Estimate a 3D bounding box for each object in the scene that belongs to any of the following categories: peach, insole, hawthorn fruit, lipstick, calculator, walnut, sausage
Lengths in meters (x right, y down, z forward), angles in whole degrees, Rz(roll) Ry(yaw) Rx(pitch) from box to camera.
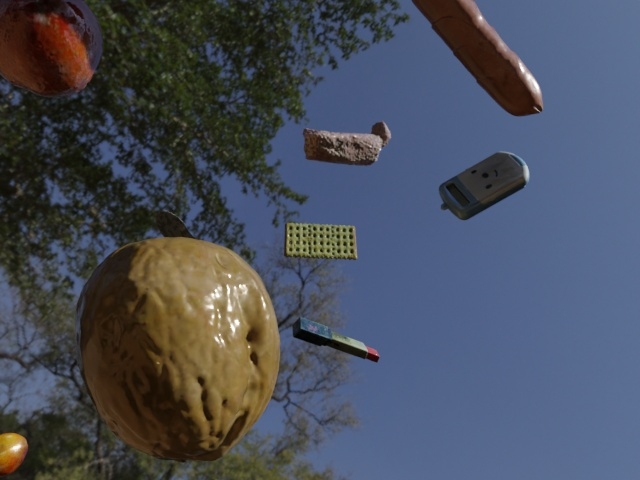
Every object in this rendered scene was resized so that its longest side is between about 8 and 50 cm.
[{"bbox_3d":[-0.744,0.505,1.346,0.101,0.100,0.100,17,-45,18],"label":"peach"},{"bbox_3d":[-0.367,-0.007,1.522,0.193,0.065,0.006,41,-1,10],"label":"insole"},{"bbox_3d":[-0.429,-0.315,0.899,0.173,0.173,0.172,17,-45,18],"label":"hawthorn fruit"},{"bbox_3d":[0.058,0.319,1.804,0.312,0.051,0.051,23,-57,-23],"label":"lipstick"},{"bbox_3d":[0.365,-0.124,1.289,0.210,0.121,0.039,-29,-46,3],"label":"calculator"},{"bbox_3d":[-0.200,0.156,0.838,0.333,0.333,0.332,17,-45,18],"label":"walnut"},{"bbox_3d":[0.250,-0.392,1.026,0.433,0.088,0.088,53,-43,3],"label":"sausage"}]

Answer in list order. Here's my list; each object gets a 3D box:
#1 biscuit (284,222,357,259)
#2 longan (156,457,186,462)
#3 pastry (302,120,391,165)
[{"bbox_3d":[0.000,0.000,1.822,0.232,0.139,0.016,3,-35,-6],"label":"biscuit"},{"bbox_3d":[-0.256,0.329,0.987,0.113,0.113,0.092,27,-20,8],"label":"longan"},{"bbox_3d":[0.072,-0.251,1.519,0.103,0.265,0.112,28,-55,58],"label":"pastry"}]
